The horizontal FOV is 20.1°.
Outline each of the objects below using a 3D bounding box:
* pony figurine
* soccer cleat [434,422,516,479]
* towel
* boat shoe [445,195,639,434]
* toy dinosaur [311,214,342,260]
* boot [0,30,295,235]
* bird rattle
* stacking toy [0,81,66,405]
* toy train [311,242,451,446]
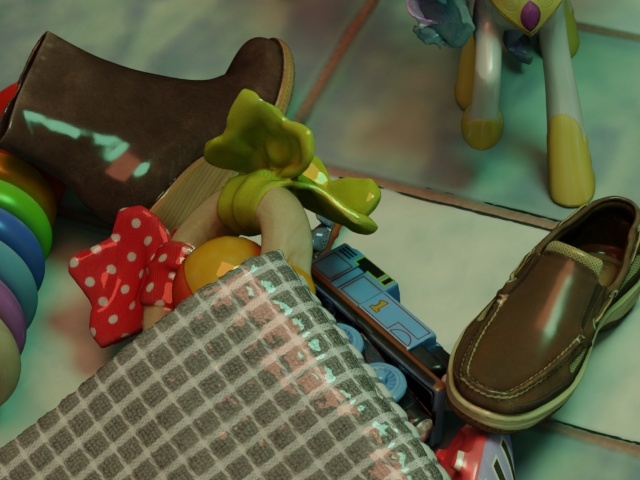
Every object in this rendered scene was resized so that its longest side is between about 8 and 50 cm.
[{"bbox_3d":[0.168,-0.262,1.484,0.303,0.363,0.351,-2,47,5],"label":"pony figurine"},{"bbox_3d":[0.111,0.226,1.248,0.095,0.083,0.248,27,42,-11],"label":"soccer cleat"},{"bbox_3d":[-0.073,0.177,1.170,0.284,0.121,0.235,-38,72,2],"label":"towel"},{"bbox_3d":[0.170,0.042,1.340,0.095,0.095,0.257,22,37,18],"label":"boat shoe"},{"bbox_3d":[0.000,0.000,1.497,0.082,0.047,0.090,-24,82,-26],"label":"toy dinosaur"},{"bbox_3d":[-0.140,-0.121,1.512,0.207,0.090,0.248,34,55,-18],"label":"boot"},{"bbox_3d":[-0.084,0.017,1.347,0.253,0.143,0.207,-34,37,19],"label":"bird rattle"},{"bbox_3d":[-0.270,-0.017,1.474,0.141,0.141,0.330,4,44,10],"label":"stacking toy"},{"bbox_3d":[0.036,0.084,1.377,0.105,0.080,0.184,-30,51,-27],"label":"toy train"}]
